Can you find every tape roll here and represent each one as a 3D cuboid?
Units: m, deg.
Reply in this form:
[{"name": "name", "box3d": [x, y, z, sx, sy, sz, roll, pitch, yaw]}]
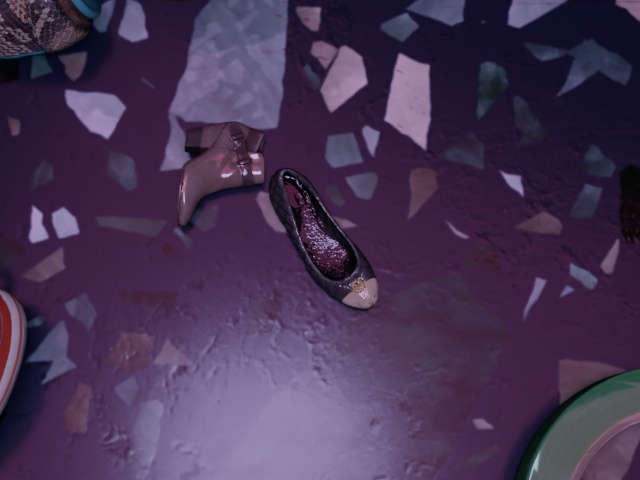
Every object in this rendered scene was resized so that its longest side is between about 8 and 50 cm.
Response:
[{"name": "tape roll", "box3d": [0.352, 0.286, 1.308, 0.321, 0.077, 0.321, 0, 80, -1]}]

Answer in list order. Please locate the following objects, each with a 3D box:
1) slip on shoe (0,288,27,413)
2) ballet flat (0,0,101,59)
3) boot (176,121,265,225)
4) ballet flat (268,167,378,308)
[{"name": "slip on shoe", "box3d": [-0.399, 0.174, 1.236, 0.123, 0.101, 0.331, 21, 65, 39]}, {"name": "ballet flat", "box3d": [-0.367, -0.418, 1.376, 0.182, 0.164, 0.482, -15, 83, 12]}, {"name": "boot", "box3d": [-0.102, -0.069, 1.373, 0.087, 0.042, 0.118, 6, 81, -3]}, {"name": "ballet flat", "box3d": [0.000, 0.000, 1.359, 0.057, 0.049, 0.173, -36, 83, -6]}]
